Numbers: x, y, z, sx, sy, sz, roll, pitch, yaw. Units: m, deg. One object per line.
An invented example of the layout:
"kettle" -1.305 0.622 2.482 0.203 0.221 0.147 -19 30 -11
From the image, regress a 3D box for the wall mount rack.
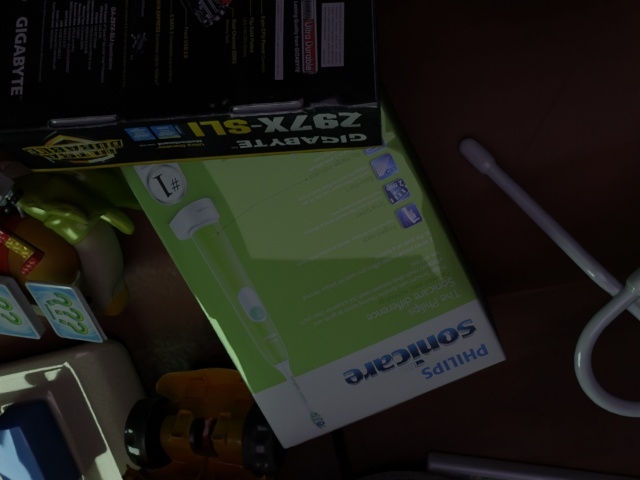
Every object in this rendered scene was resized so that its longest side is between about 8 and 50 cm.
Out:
"wall mount rack" 0.299 -0.042 0.601 0.304 0.130 0.350 40 107 -11

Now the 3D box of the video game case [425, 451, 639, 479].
"video game case" 0.210 0.322 0.770 0.226 0.026 0.207 6 108 4

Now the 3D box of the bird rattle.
"bird rattle" -0.270 -0.011 0.669 0.253 0.143 0.207 -2 123 10

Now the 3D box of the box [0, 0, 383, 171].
"box" -0.090 -0.217 0.528 0.257 0.079 0.322 -3 76 5

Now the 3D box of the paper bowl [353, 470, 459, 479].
"paper bowl" 0.086 0.376 0.710 0.284 0.148 0.285 5 106 19

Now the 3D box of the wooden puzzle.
"wooden puzzle" -0.318 0.289 0.786 0.347 0.080 0.322 -16 105 10

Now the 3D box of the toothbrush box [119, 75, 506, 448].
"toothbrush box" 0.000 0.000 0.641 0.206 0.122 0.283 -26 102 13

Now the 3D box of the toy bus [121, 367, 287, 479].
"toy bus" -0.096 0.262 0.718 0.149 0.220 0.211 -2 139 17

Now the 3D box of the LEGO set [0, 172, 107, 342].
"LEGO set" -0.299 0.012 0.609 0.182 0.060 0.244 5 136 16
